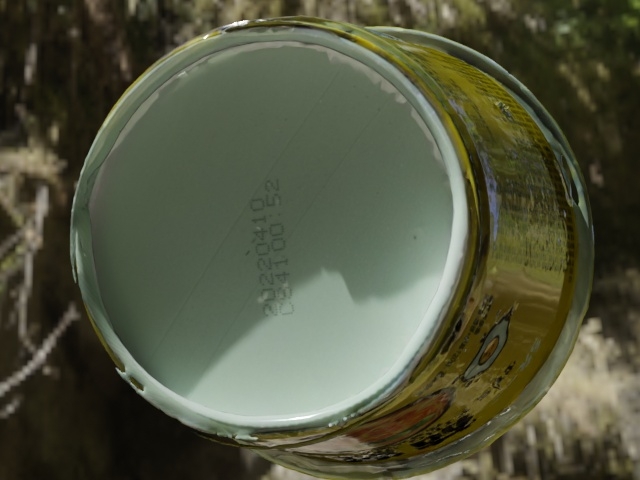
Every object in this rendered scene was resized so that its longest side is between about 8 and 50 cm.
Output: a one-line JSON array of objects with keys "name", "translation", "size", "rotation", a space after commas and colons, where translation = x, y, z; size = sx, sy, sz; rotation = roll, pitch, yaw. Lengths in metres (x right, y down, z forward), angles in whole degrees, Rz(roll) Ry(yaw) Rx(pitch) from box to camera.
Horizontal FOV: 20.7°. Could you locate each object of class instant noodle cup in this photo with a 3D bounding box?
[{"name": "instant noodle cup", "translation": [0.000, 0.000, 0.626], "size": [0.182, 0.182, 0.144], "rotation": [-11, -7, 13]}]
